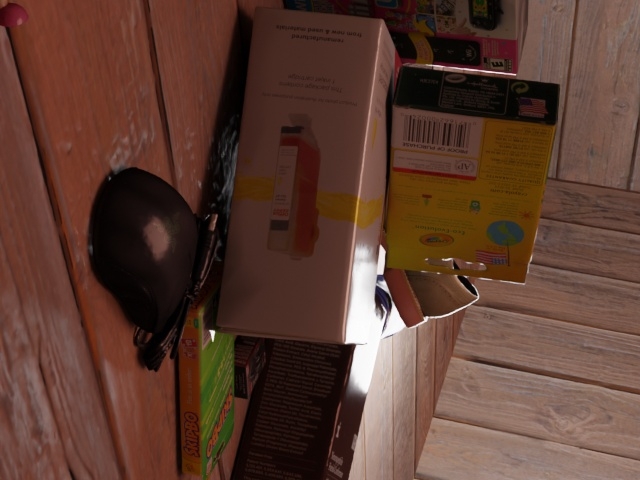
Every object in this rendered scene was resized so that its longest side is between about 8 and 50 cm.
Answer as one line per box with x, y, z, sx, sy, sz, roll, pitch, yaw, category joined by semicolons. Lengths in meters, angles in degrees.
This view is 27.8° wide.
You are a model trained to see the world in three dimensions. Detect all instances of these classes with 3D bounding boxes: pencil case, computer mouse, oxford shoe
0.074;0.118;2.209;0.306;0.133;0.119;5;73;-77;pencil case
-0.156;0.017;1.330;0.272;0.072;0.189;68;36;-65;computer mouse
0.146;-0.053;2.077;0.140;0.146;0.397;-86;158;-61;oxford shoe

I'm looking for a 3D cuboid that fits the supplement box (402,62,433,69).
0.120;-0.248;2.095;0.130;0.073;0.239;49;-32;46;supplement box

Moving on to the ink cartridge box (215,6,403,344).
-0.005;-0.064;1.609;0.279;0.160;0.385;31;66;-80;ink cartridge box

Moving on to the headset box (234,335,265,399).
-0.101;0.167;1.731;0.083;0.032;0.062;-66;160;-49;headset box

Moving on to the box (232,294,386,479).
-0.016;0.250;1.917;0.191;0.143;0.382;54;46;-70;box

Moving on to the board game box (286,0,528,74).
0.109;-0.328;1.648;0.224;0.303;0.098;76;28;-58;board game box

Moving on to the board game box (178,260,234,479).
-0.137;0.166;1.582;0.124;0.039;0.259;-60;153;-58;board game box

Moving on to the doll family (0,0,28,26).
-0.206;-0.264;0.909;0.263;0.118;0.163;-40;148;-41;doll family

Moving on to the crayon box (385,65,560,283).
0.189;-0.077;1.685;0.319;0.202;0.081;91;9;-50;crayon box
